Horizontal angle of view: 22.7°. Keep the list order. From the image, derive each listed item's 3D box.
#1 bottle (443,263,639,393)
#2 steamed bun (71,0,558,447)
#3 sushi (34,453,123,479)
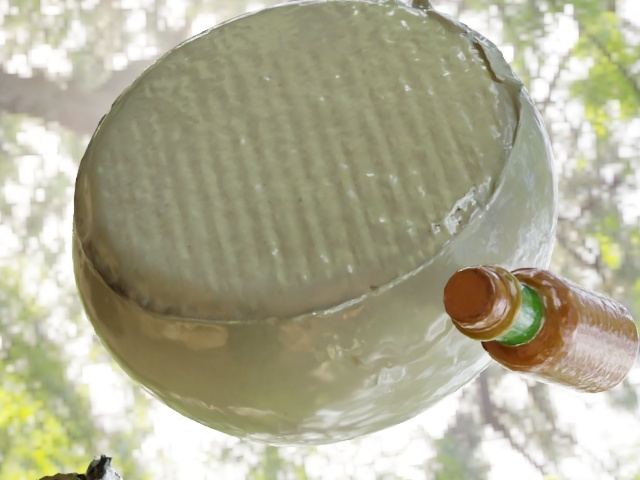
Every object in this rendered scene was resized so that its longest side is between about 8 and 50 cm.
[{"bbox_3d":[0.130,0.049,0.961,0.069,0.187,0.069,-8,-106,29],"label":"bottle"},{"bbox_3d":[0.000,0.000,1.213,0.374,0.374,0.241,53,-16,46],"label":"steamed bun"},{"bbox_3d":[-0.170,0.239,0.871,0.139,0.184,0.274,7,-88,22],"label":"sushi"}]
